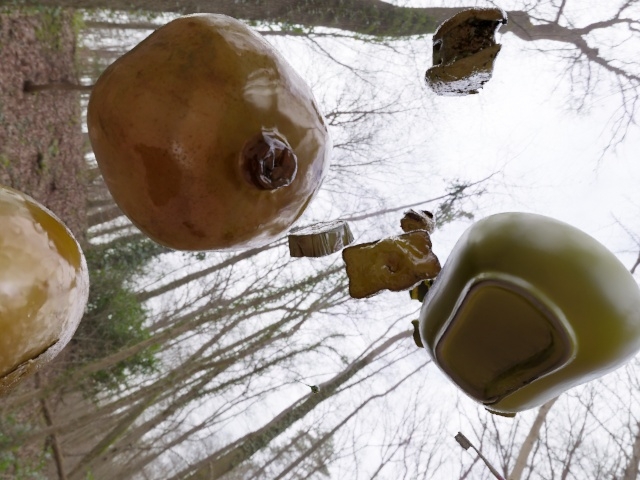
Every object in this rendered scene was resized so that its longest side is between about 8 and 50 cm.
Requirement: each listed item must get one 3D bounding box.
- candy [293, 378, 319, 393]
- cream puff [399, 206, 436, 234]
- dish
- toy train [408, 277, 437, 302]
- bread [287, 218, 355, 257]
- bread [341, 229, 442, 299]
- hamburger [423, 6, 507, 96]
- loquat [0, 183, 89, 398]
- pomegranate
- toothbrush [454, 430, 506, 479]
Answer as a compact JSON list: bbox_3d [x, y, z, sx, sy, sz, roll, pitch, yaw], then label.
[{"bbox_3d":[-0.042,0.428,1.216,0.083,0.023,0.025,24,-79,-8],"label":"candy"},{"bbox_3d":[0.333,-0.055,1.404,0.104,0.119,0.133,-66,-153,22],"label":"cream puff"},{"bbox_3d":[0.209,0.103,0.474,0.221,0.108,0.263,45,-55,22],"label":"dish"},{"bbox_3d":[0.420,0.134,1.273,0.160,0.295,0.101,14,-73,59],"label":"toy train"},{"bbox_3d":[0.001,0.001,1.549,0.192,0.209,0.110,-4,-74,42],"label":"bread"},{"bbox_3d":[0.175,0.065,1.024,0.232,0.088,0.161,-16,-123,13],"label":"bread"},{"bbox_3d":[0.386,-0.506,1.141,0.192,0.288,0.168,-2,-87,9],"label":"hamburger"},{"bbox_3d":[-0.376,0.063,0.412,0.262,0.263,0.264,23,-55,37],"label":"loquat"},{"bbox_3d":[-0.173,-0.172,0.728,0.416,0.416,0.418,23,-55,37],"label":"pomegranate"},{"bbox_3d":[0.426,0.563,0.952,0.286,0.025,0.020,41,-23,37],"label":"toothbrush"}]
